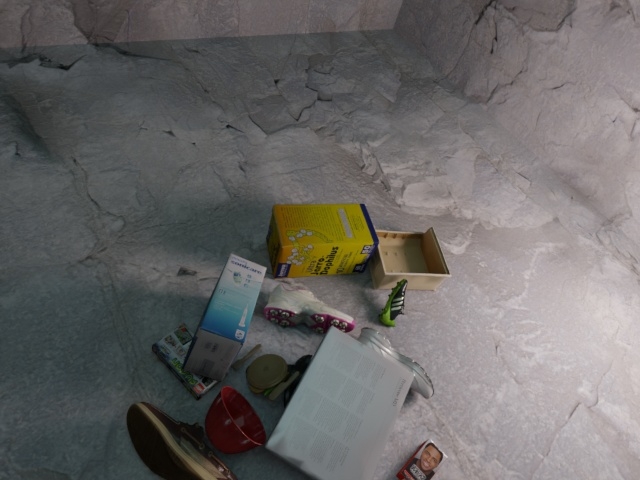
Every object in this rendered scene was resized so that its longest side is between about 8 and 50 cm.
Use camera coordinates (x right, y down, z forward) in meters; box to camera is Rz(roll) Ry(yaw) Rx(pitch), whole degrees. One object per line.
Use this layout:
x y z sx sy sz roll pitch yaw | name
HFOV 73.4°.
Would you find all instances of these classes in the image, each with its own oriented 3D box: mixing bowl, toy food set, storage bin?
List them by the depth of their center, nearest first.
-0.238 0.489 1.134 0.098 0.181 0.181 -39 67 -3 | mixing bowl
-0.162 0.397 1.285 0.192 0.038 0.132 25 49 37 | toy food set
0.326 0.059 1.669 0.263 0.123 0.260 2 51 -14 | storage bin

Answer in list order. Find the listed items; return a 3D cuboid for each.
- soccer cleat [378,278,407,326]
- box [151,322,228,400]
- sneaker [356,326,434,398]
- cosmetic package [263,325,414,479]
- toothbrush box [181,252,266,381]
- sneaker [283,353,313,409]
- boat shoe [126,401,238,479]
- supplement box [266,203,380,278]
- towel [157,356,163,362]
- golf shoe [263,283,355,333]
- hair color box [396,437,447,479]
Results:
0.274 0.222 1.534 0.072 0.060 0.178 31 79 -6 | soccer cleat
-0.383 0.352 1.262 0.207 0.036 0.114 42 51 14 | box
0.225 0.412 1.378 0.297 0.111 0.129 36 70 15 | sneaker
0.059 0.476 1.206 0.285 0.097 0.377 30 61 6 | cosmetic package
-0.276 0.220 1.257 0.126 0.216 0.295 24 39 -10 | toothbrush box
-0.065 0.427 1.295 0.089 0.051 0.170 3 47 -8 | sneaker
-0.350 0.532 1.099 0.342 0.123 0.123 34 20 17 | boat shoe
0.000 0.000 1.574 0.357 0.194 0.195 -3 52 -18 | supplement box
-0.441 0.336 1.286 0.060 0.009 0.083 26 49 7 | towel
-0.029 0.225 1.437 0.307 0.115 0.140 15 46 -6 | golf shoe
0.290 0.644 1.226 0.141 0.043 0.072 -31 65 -35 | hair color box
